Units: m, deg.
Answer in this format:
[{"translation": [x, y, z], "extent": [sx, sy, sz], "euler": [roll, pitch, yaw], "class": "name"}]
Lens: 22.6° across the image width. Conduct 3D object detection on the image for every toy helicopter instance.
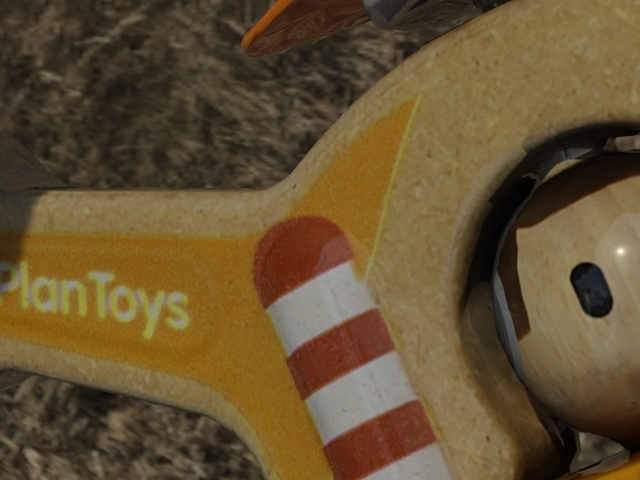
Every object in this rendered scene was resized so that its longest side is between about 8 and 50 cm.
[{"translation": [0.000, 0.000, 0.383], "extent": [0.140, 0.355, 0.235], "euler": [-15, 106, -54], "class": "toy helicopter"}]
